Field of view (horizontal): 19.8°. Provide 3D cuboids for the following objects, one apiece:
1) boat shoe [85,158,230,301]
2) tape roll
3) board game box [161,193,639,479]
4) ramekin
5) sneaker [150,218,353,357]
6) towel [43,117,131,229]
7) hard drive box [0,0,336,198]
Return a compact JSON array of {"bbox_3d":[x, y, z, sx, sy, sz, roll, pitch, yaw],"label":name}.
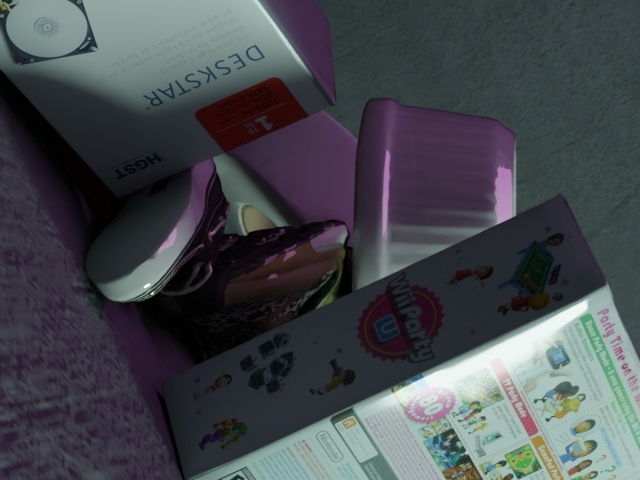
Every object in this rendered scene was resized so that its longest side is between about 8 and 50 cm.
[{"bbox_3d":[-0.100,-0.002,1.274,0.070,0.078,0.219,62,19,-18],"label":"boat shoe"},{"bbox_3d":[0.000,0.000,1.836,0.286,0.100,0.286,48,-18,21],"label":"tape roll"},{"bbox_3d":[0.076,0.129,1.278,0.224,0.303,0.097,60,7,-46],"label":"board game box"},{"bbox_3d":[0.101,0.013,1.551,0.273,0.127,0.272,1,90,-84],"label":"ramekin"},{"bbox_3d":[-0.029,0.089,1.492,0.410,0.158,0.182,26,54,-75],"label":"sneaker"},{"bbox_3d":[-0.182,-0.107,1.434,0.198,0.031,0.275,63,4,-14],"label":"towel"},{"bbox_3d":[-0.122,-0.158,1.219,0.232,0.181,0.089,50,25,-42],"label":"hard drive box"}]
